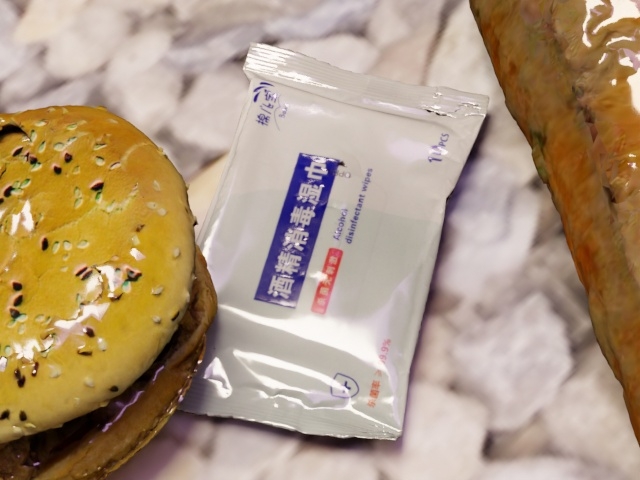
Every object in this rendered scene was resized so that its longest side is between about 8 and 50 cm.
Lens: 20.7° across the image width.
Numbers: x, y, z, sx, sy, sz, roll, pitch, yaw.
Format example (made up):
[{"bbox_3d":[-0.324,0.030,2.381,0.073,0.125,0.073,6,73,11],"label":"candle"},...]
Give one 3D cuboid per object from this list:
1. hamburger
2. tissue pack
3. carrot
[{"bbox_3d":[-0.139,0.027,0.759,0.185,0.113,0.177,-1,67,10],"label":"hamburger"},{"bbox_3d":[0.000,0.000,0.827,0.122,0.026,0.193,13,65,7],"label":"tissue pack"},{"bbox_3d":[0.159,-0.046,0.798,0.139,0.139,0.302,-15,72,-7],"label":"carrot"}]
